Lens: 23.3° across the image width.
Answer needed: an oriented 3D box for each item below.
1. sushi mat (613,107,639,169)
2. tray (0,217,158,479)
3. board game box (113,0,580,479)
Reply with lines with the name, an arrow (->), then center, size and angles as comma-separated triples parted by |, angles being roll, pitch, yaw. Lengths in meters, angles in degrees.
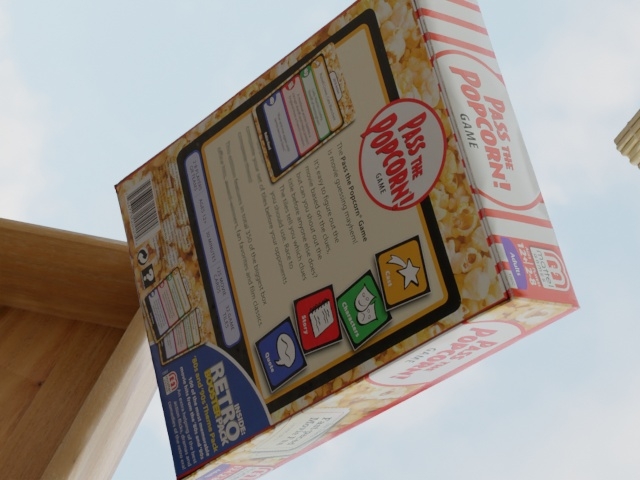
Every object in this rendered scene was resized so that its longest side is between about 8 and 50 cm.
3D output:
sushi mat -> 0.348, -0.114, 1.162 | 0.019, 0.151, 0.316 | -35, 166, -37
tray -> -0.216, 0.104, 0.824 | 0.203, 0.076, 0.411 | 11, -154, 5
board game box -> 0.000, 0.000, 0.642 | 0.193, 0.045, 0.147 | -32, -118, 37
